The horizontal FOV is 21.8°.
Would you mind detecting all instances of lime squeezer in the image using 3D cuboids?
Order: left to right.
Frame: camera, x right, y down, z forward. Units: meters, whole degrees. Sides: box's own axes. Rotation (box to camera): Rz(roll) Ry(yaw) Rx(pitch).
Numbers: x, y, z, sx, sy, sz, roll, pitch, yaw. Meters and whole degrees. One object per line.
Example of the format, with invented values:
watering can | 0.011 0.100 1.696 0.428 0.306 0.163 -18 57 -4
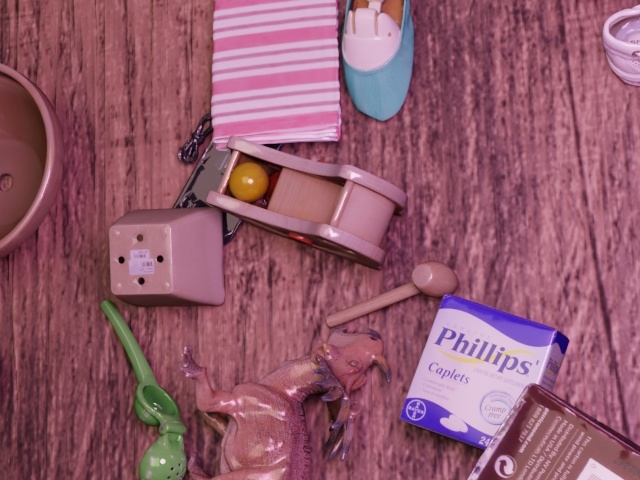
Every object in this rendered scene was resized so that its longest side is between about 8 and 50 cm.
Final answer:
lime squeezer | -0.188 0.208 1.797 0.110 0.058 0.310 -22 67 51

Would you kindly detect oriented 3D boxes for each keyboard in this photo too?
keyboard | -0.102 -0.095 1.844 0.108 0.023 0.180 28 88 17

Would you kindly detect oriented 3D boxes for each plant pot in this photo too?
plant pot | -0.384 -0.079 1.898 0.237 0.110 0.237 -4 77 20
plant pot | -0.173 0.019 1.791 0.109 0.096 0.109 -2 90 20

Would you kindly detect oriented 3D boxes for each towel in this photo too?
towel | -0.048 -0.195 1.829 0.144 0.029 0.197 -4 68 10

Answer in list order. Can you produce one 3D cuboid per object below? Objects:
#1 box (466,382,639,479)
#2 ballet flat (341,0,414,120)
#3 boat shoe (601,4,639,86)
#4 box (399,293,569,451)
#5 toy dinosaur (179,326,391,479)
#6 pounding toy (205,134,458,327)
box | 0.239 0.254 1.534 0.167 0.203 0.168 32 90 24
ballet flat | 0.057 -0.255 1.784 0.083 0.087 0.247 1 78 21
boat shoe | 0.414 -0.210 1.634 0.277 0.096 0.098 -10 74 18
box | 0.164 0.138 1.661 0.126 0.072 0.137 18 84 23
toy dinosaur | -0.049 0.220 1.701 0.200 0.127 0.296 11 87 16
pounding toy | 0.000 0.000 1.710 0.269 0.154 0.155 19 85 24
